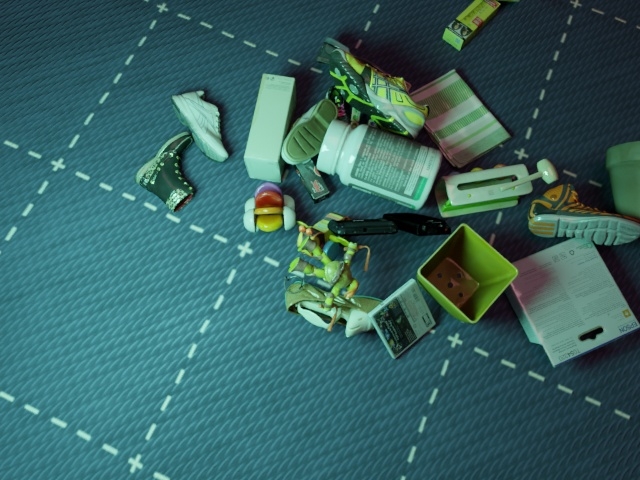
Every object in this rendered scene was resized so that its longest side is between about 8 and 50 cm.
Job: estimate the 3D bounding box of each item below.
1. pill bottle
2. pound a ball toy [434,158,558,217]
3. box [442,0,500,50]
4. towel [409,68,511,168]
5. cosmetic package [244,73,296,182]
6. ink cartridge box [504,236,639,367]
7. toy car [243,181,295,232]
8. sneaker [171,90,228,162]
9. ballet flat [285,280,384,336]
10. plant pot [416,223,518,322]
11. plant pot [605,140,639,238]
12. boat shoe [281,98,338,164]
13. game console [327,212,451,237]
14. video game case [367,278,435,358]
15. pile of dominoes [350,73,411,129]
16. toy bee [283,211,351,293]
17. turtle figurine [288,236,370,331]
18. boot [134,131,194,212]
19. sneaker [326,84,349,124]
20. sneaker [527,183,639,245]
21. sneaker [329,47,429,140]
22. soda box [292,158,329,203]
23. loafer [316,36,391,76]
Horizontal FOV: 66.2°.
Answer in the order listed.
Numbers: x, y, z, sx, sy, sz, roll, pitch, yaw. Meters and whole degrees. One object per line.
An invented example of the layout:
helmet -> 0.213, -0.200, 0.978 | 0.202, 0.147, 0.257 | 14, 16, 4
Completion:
pill bottle -> 0.184, -0.248, 1.566 | 0.361, 0.204, 0.204 | 20, 73, 3
pound a ball toy -> 0.546, -0.189, 1.560 | 0.319, 0.208, 0.136 | -10, 74, -5
box -> 0.563, -0.817, 1.832 | 0.087, 0.058, 0.232 | 42, 75, 12
towel -> 0.475, -0.429, 1.720 | 0.247, 0.038, 0.325 | -32, 76, -12
cosmetic package -> -0.159, -0.368, 1.616 | 0.113, 0.160, 0.310 | 10, 72, 2
ink cartridge box -> 0.762, 0.181, 1.525 | 0.324, 0.071, 0.330 | -19, 76, -10
toy car -> -0.160, -0.111, 1.527 | 0.159, 0.136, 0.182 | -5, 31, -2
sneaker -> -0.384, -0.393, 1.645 | 0.129, 0.111, 0.297 | -30, 77, -17
ballet flat -> 0.053, 0.215, 1.453 | 0.342, 0.116, 0.124 | 16, 40, 4
plant pot -> 0.415, 0.115, 1.471 | 0.212, 0.187, 0.212 | 44, 77, 10
plant pot -> 1.063, -0.144, 1.539 | 0.323, 0.323, 0.280 | 8, 90, 0
boat shoe -> -0.046, -0.343, 1.606 | 0.113, 0.103, 0.302 | 49, 51, -18
game console -> 0.192, -0.045, 1.463 | 0.361, 0.213, 0.044 | -3, 102, -20
video game case -> 0.244, 0.233, 1.454 | 0.173, 0.022, 0.190 | -37, 120, -12
pile of dominoes -> 0.206, -0.444, 1.665 | 0.195, 0.040, 0.251 | 6, 96, 0
toy bee -> 0.000, 0.000, 1.465 | 0.195, 0.162, 0.298 | 5, 47, 17
turtle figurine -> 0.025, 0.100, 1.364 | 0.217, 0.087, 0.270 | 30, 79, -15
boot -> -0.462, -0.222, 1.600 | 0.178, 0.085, 0.236 | 42, 79, 7
sneaker -> 0.060, -0.462, 1.695 | 0.063, 0.075, 0.170 | -13, 74, -6
sneaker -> 0.830, -0.096, 1.545 | 0.321, 0.125, 0.180 | 10, 53, 17
sneaker -> 0.188, -0.486, 1.603 | 0.384, 0.145, 0.147 | 42, 80, -9
soda box -> -0.033, -0.209, 1.625 | 0.060, 0.053, 0.169 | -27, 76, -10
loafer -> 0.123, -0.599, 1.735 | 0.302, 0.109, 0.095 | 34, 96, 5
